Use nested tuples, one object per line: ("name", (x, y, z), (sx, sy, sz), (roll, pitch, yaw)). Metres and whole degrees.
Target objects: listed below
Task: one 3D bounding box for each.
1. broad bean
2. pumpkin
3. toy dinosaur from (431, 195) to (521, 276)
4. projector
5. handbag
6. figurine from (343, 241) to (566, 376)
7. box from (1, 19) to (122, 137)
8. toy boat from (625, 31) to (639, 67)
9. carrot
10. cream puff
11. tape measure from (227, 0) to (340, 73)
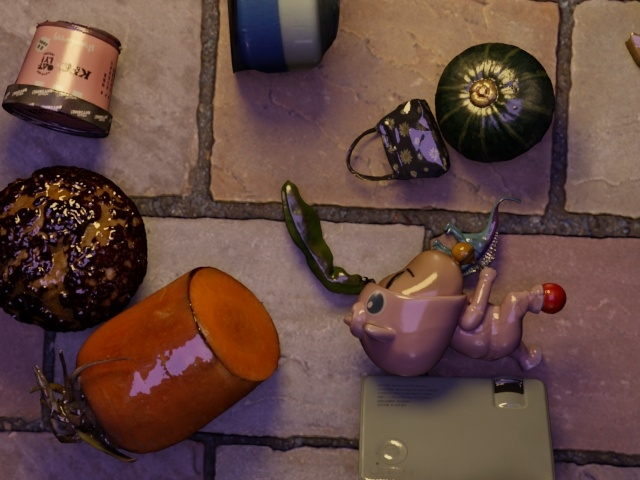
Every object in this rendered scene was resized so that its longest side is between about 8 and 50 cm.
("broad bean", (-0.004, 0.007, 1.868), (0.061, 0.046, 0.195), (-41, 93, -10))
("pumpkin", (0.239, -0.187, 1.819), (0.167, 0.125, 0.167), (-7, 68, 17))
("toy dinosaur", (0.205, 0.010, 1.861), (0.080, 0.045, 0.197), (37, 99, -5))
("projector", (0.181, 0.280, 1.790), (0.257, 0.099, 0.192), (0, 46, 3))
("handbag", (0.103, -0.126, 1.853), (0.139, 0.072, 0.115), (-21, 92, 6))
("figurine", (0.180, 0.097, 1.804), (0.287, 0.176, 0.186), (5, 85, -4))
("box", (-0.350, -0.227, 1.841), (0.151, 0.151, 0.135), (15, 81, 3))
("toy boat", (0.525, -0.259, 1.843), (0.201, 0.057, 0.077), (17, 84, 3))
("carrot", (-0.228, 0.184, 1.799), (0.331, 0.214, 0.193), (-32, 89, 5))
("cream puff", (-0.356, 0.012, 1.825), (0.239, 0.165, 0.239), (0, 91, 5))
("tape measure", (-0.055, -0.363, 1.777), (0.138, 0.262, 0.259), (-5, 92, -6))
